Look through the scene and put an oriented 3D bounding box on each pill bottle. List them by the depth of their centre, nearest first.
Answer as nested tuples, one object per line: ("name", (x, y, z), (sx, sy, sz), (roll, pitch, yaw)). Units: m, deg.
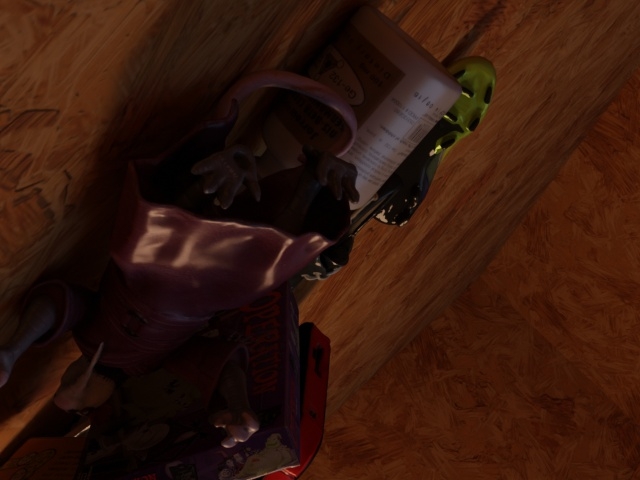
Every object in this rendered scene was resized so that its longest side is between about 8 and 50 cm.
("pill bottle", (0.018, -0.104, 1.294), (0.229, 0.131, 0.131), (-49, 169, 12))

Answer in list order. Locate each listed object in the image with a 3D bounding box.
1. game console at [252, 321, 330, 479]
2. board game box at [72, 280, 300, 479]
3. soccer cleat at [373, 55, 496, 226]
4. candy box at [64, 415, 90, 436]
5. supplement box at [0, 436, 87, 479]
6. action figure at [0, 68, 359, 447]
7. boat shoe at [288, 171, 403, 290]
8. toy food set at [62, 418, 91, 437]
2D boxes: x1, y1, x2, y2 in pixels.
("game console", (-0.110, 0.321, 2.060), (0.342, 0.060, 0.386), (-47, -167, 20))
("board game box", (-0.123, 0.151, 1.320), (0.208, 0.056, 0.347), (-14, -161, 3))
("soccer cleat", (0.144, -0.148, 1.810), (0.289, 0.093, 0.121), (-59, -165, 33))
("candy box", (-0.247, 0.234, 1.684), (0.165, 0.070, 0.196), (-31, 162, -51))
("supplement box", (-0.283, 0.372, 1.277), (0.195, 0.194, 0.356), (-6, -153, 35))
("action figure", (-0.150, 0.030, 1.168), (0.370, 0.248, 0.276), (-46, -153, 37))
("boat shoe", (0.000, 0.000, 1.714), (0.114, 0.091, 0.302), (-34, 164, -46))
("toy food set", (-0.290, 0.327, 1.555), (0.306, 0.092, 0.220), (-34, 154, 2))
